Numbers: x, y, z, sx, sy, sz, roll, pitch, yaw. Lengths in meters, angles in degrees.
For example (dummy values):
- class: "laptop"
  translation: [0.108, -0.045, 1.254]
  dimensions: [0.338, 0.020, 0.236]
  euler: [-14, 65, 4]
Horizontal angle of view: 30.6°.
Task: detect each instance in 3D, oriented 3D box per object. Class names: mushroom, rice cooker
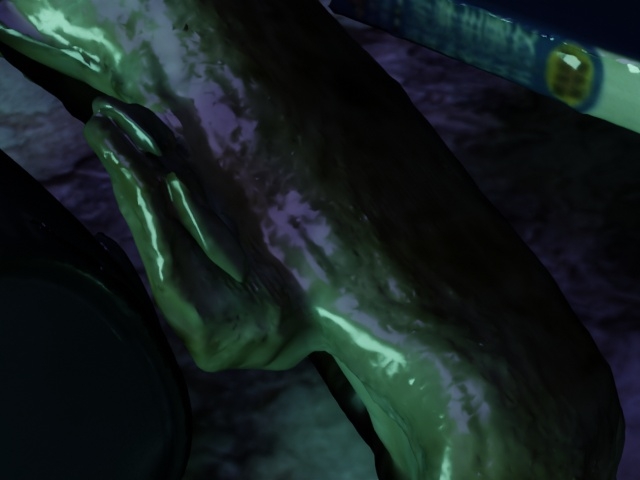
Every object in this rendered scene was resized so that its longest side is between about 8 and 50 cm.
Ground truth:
- class: "mushroom"
  translation: [0.002, -0.001, 0.464]
  dimensions: [0.130, 0.247, 0.344]
  euler: [-40, 69, 5]
- class: "rice cooker"
  translation: [-0.202, 0.066, 0.495]
  dimensions: [0.224, 0.267, 0.267]
  euler: [28, 66, 36]

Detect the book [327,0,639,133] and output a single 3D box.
- class: "book"
  translation: [0.257, -0.074, 0.513]
  dimensions: [0.428, 0.039, 0.300]
  euler: [28, 35, 29]
